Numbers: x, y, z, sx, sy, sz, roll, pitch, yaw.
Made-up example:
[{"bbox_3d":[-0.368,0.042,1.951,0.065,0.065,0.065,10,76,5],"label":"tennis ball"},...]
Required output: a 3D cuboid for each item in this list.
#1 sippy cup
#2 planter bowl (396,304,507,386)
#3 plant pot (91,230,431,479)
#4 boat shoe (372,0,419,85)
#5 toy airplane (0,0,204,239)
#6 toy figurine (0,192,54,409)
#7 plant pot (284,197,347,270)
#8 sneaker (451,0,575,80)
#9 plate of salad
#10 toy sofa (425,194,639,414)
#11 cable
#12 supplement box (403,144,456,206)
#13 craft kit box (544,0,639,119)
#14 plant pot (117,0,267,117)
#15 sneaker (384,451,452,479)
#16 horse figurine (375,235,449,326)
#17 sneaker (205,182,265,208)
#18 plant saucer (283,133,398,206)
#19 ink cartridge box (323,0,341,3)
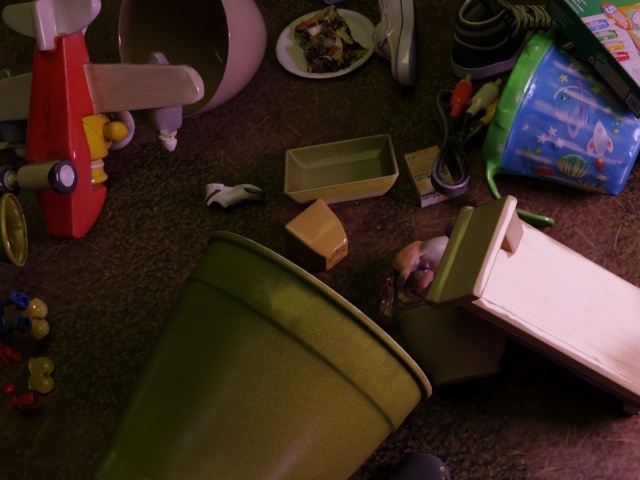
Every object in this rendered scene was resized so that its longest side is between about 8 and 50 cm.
[{"bbox_3d":[0.405,-0.184,1.690,0.224,0.306,0.240,25,31,15],"label":"sippy cup"},{"bbox_3d":[0.198,0.147,1.509,0.162,0.162,0.109,-12,76,1],"label":"planter bowl"},{"bbox_3d":[-0.105,0.237,1.387,0.366,0.366,0.353,29,74,29],"label":"plant pot"},{"bbox_3d":[0.139,-0.373,1.975,0.084,0.095,0.258,-6,40,11],"label":"boat shoe"},{"bbox_3d":[-0.427,-0.243,1.855,0.384,0.272,0.386,-49,68,12],"label":"toy airplane"},{"bbox_3d":[-0.574,0.107,1.652,0.217,0.191,0.363,-20,67,17],"label":"toy figurine"},{"bbox_3d":[0.000,0.000,1.703,0.081,0.081,0.083,-40,66,-20],"label":"plant pot"},{"bbox_3d":[0.366,-0.399,1.901,0.282,0.153,0.099,-22,51,-8],"label":"sneaker"},{"bbox_3d":[0.010,-0.388,2.029,0.199,0.048,0.200,-5,51,6],"label":"plate of salad"},{"bbox_3d":[0.322,0.096,1.423,0.362,0.177,0.150,28,71,-16],"label":"toy sofa"},{"bbox_3d":[0.233,-0.191,1.784,0.139,0.072,0.287,24,44,12],"label":"cable"},{"bbox_3d":[0.184,-0.109,1.779,0.062,0.036,0.098,-17,51,-3],"label":"supplement box"},{"bbox_3d":[0.520,-0.329,1.635,0.246,0.061,0.250,-23,63,-22],"label":"craft kit box"},{"bbox_3d":[-0.208,-0.376,1.948,0.284,0.284,0.191,31,28,30],"label":"plant pot"},{"bbox_3d":[0.171,0.359,1.376,0.222,0.083,0.118,24,59,28],"label":"sneaker"},{"bbox_3d":[0.189,0.038,1.627,0.263,0.066,0.174,-24,29,2],"label":"horse figurine"},{"bbox_3d":[-0.147,-0.073,1.819,0.109,0.040,0.044,0,68,15],"label":"sneaker"},{"bbox_3d":[0.035,-0.112,1.774,0.188,0.045,0.188,-9,27,4],"label":"plant saucer"},{"bbox_3d":[0.083,-0.693,2.193,0.269,0.151,0.396,-14,52,-2],"label":"ink cartridge box"}]
